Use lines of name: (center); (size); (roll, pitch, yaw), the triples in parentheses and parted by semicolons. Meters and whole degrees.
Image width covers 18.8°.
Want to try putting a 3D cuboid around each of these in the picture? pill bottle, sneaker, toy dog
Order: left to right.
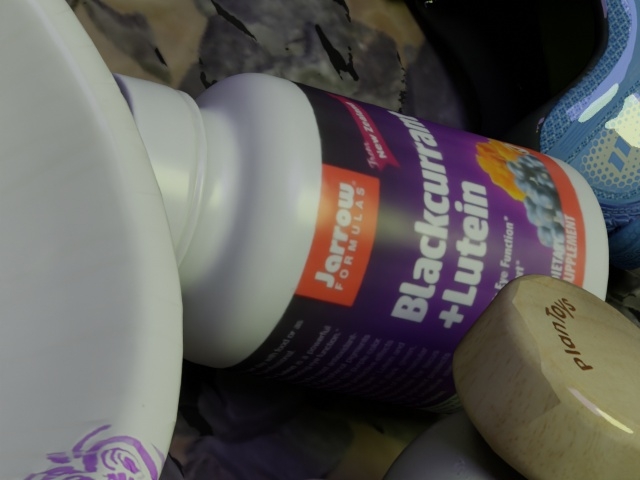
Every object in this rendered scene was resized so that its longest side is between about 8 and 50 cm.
pill bottle: (0.000, 0.000, 0.709); (0.193, 0.108, 0.108); (13, 56, -29)
sneaker: (0.120, -0.149, 0.874); (0.147, 0.130, 0.330); (21, 53, -28)
toy dog: (0.139, 0.141, 0.673); (0.333, 0.220, 0.161); (4, 41, -20)

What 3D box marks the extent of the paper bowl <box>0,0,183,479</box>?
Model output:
paper bowl: (-0.187, 0.006, 0.521); (0.284, 0.148, 0.284); (30, 45, -34)
